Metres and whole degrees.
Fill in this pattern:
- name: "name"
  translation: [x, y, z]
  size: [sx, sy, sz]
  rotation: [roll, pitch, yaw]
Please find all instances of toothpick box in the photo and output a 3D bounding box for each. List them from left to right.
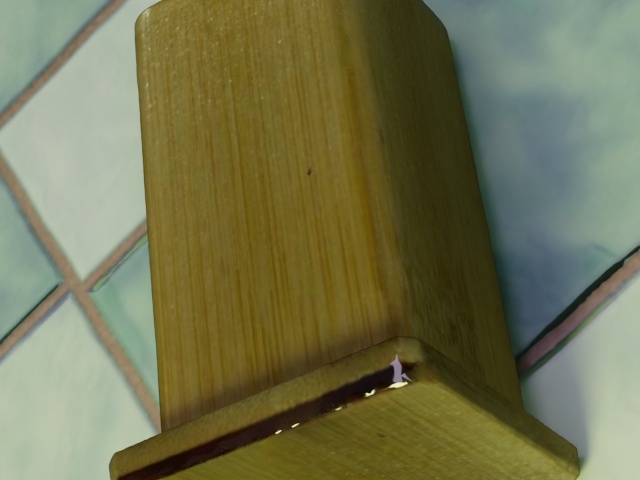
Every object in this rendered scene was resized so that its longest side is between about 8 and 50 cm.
- name: "toothpick box"
  translation: [0.000, 0.000, 0.988]
  size: [0.187, 0.190, 0.308]
  rotation: [-24, 55, 24]
